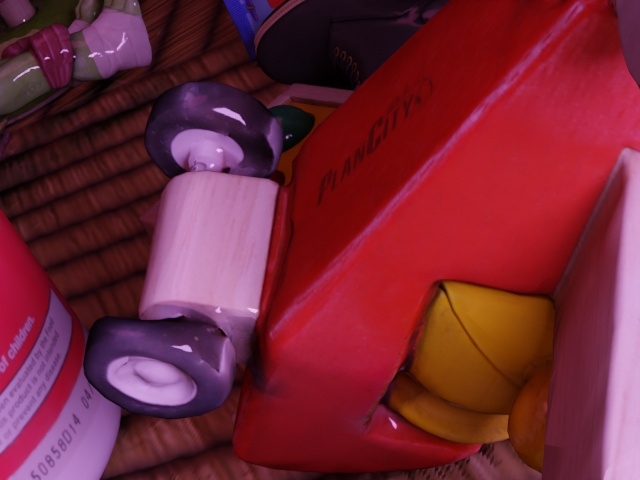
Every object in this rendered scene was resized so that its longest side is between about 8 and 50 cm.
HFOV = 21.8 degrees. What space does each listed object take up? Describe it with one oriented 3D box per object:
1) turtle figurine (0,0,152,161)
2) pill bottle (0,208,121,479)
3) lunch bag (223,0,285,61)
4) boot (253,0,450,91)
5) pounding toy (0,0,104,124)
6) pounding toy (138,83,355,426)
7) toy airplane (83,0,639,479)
[{"bbox_3d":[-0.284,-0.153,1.245,0.266,0.198,0.275,-23,66,-23],"label":"turtle figurine"},{"bbox_3d":[-0.293,-0.007,0.827,0.229,0.408,0.229,-23,29,14],"label":"pill bottle"},{"bbox_3d":[-0.006,-0.301,1.149,0.221,0.293,0.138,-14,32,28],"label":"lunch bag"},{"bbox_3d":[0.021,-0.102,1.042,0.197,0.077,0.137,-9,40,37],"label":"boot"},{"bbox_3d":[-0.275,-0.200,1.442,0.183,0.110,0.237,-22,30,16],"label":"pounding toy"},{"bbox_3d":[-0.003,0.007,0.860,0.181,0.094,0.206,-43,30,-21],"label":"pounding toy"},{"bbox_3d":[0.112,-0.021,0.605,0.386,0.272,0.384,-62,20,6],"label":"toy airplane"}]
